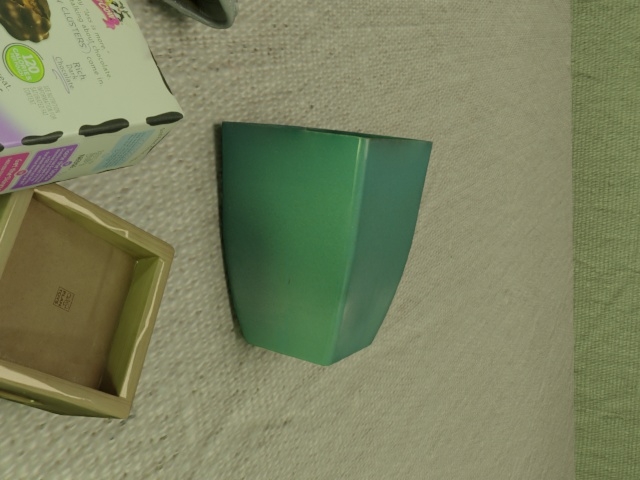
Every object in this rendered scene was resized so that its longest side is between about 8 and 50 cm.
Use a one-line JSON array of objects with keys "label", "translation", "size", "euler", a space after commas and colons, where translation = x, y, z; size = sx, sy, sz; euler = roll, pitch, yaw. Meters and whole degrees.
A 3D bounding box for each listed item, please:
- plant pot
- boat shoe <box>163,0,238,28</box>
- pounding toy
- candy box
[{"label": "plant pot", "translation": [0.000, 0.000, 0.758], "size": [0.166, 0.166, 0.234], "euler": [-12, 111, -59]}, {"label": "boat shoe", "translation": [-0.153, -0.243, 0.513], "size": [0.320, 0.118, 0.102], "euler": [0, 88, -67]}, {"label": "pounding toy", "translation": [-0.199, -0.005, 0.479], "size": [0.181, 0.094, 0.205], "euler": [34, 58, -43]}, {"label": "candy box", "translation": [-0.199, -0.108, 0.388], "size": [0.196, 0.070, 0.164], "euler": [-21, 82, -46]}]
